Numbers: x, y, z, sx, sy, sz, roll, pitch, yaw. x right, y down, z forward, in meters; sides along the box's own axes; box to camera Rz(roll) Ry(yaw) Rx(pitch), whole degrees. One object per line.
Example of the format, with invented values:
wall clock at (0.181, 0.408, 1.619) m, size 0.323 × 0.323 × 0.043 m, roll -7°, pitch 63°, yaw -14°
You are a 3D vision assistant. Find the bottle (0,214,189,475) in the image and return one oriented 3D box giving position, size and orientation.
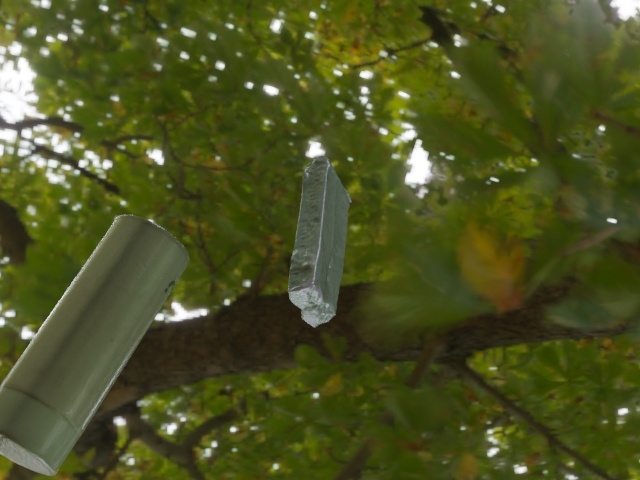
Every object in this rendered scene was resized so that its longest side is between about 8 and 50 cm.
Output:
bottle at (-0.180, 0.077, 0.810) m, size 0.072 × 0.072 × 0.202 m, roll 4°, pitch -126°, yaw 38°

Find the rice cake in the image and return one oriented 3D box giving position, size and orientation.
rice cake at (0.000, 0.000, 1.239) m, size 0.040 × 0.085 × 0.226 m, roll -12°, pitch -139°, yaw 19°
